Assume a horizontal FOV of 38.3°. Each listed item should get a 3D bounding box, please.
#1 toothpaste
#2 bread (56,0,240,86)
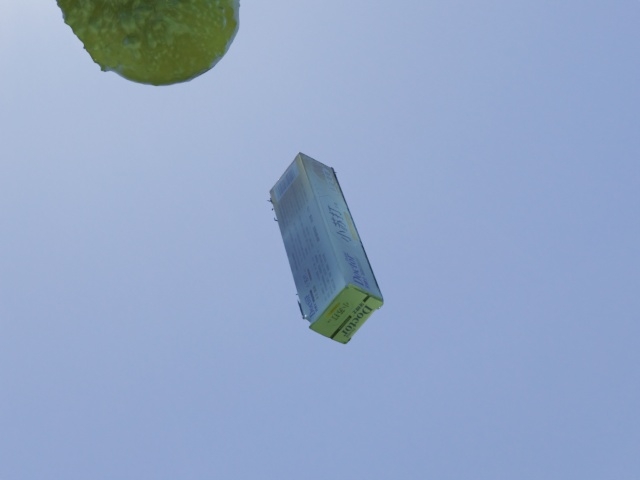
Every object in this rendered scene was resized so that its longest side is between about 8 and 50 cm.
[{"bbox_3d":[0.000,0.000,1.228,0.071,0.313,0.089,27,-64,-29],"label":"toothpaste"},{"bbox_3d":[-0.110,-0.247,0.564,0.207,0.056,0.287,-35,-93,-6],"label":"bread"}]
